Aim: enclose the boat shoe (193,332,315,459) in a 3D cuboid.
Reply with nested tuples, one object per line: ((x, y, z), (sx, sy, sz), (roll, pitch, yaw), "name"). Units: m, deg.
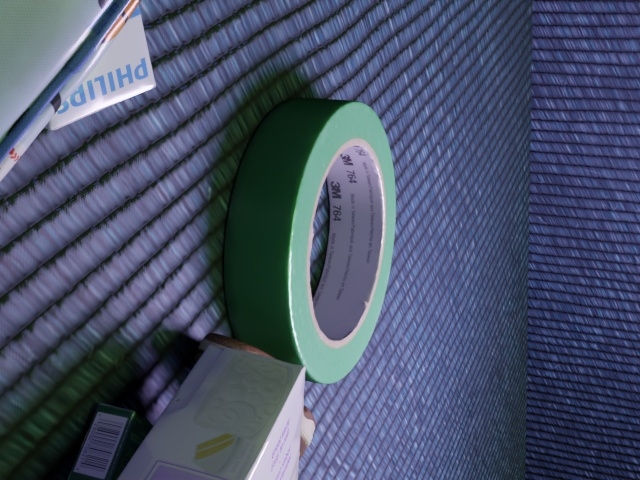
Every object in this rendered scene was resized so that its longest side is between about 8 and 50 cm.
((-0.066, 0.184, 0.890), (0.095, 0.095, 0.257), (-65, 152, -24), "boat shoe")

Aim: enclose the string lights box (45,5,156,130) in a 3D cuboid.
((-0.178, -0.197, 0.447), (0.077, 0.133, 0.259), (-35, 131, -39), "string lights box")

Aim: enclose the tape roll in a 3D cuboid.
((0.000, 0.000, 1.014), (0.321, 0.077, 0.321), (7, 90, -68), "tape roll")

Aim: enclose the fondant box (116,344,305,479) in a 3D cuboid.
((-0.098, 0.292, 0.747), (0.238, 0.096, 0.330), (-59, 156, -57), "fondant box")

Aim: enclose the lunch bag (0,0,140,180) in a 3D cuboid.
((-0.189, -0.131, 0.304), (0.303, 0.115, 0.243), (-52, 130, -3), "lunch bag")

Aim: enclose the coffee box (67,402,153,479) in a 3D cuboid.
((-0.174, 0.236, 0.711), (0.113, 0.041, 0.184), (61, 41, -57), "coffee box")
